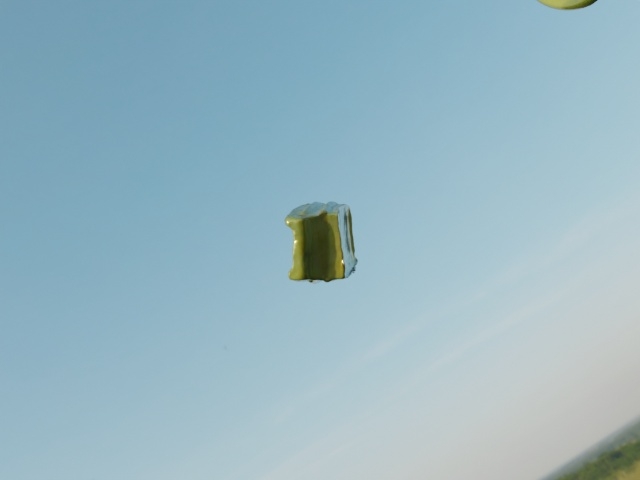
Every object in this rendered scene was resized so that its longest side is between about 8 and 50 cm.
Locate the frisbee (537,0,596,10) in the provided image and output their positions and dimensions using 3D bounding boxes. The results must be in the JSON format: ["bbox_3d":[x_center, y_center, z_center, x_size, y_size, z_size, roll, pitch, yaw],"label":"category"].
[{"bbox_3d":[0.455,-0.549,1.212,0.017,0.236,0.236,-39,-24,-19],"label":"frisbee"}]

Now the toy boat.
[{"bbox_3d":[0.006,-0.001,0.897,0.084,0.111,0.276,-6,2,5],"label":"toy boat"}]
